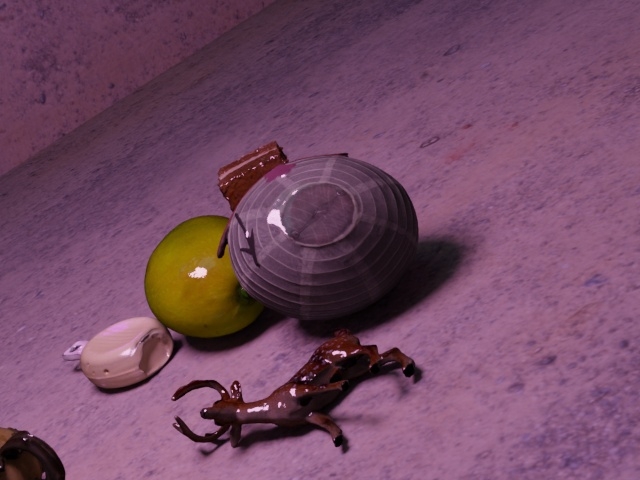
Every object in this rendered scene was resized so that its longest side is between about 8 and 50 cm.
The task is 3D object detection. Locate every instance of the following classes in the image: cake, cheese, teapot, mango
[{"bbox_3d":[-0.093,-0.086,2.160,0.135,0.135,0.147,-26,16,7],"label":"cake"},{"bbox_3d":[-0.323,0.171,1.942,0.227,0.064,0.137,-3,29,45],"label":"cheese"},{"bbox_3d":[-0.455,0.294,1.657,0.269,0.182,0.173,-15,24,29],"label":"teapot"},{"bbox_3d":[-0.178,0.045,1.930,0.192,0.156,0.343,-20,17,-7],"label":"mango"}]

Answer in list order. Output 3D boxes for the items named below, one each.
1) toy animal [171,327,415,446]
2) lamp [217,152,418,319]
[{"bbox_3d":[-0.033,0.190,1.558,0.243,0.087,0.260,-26,15,-34],"label":"toy animal"},{"bbox_3d":[0.000,0.000,1.727,0.265,0.233,0.233,-29,21,-8],"label":"lamp"}]
